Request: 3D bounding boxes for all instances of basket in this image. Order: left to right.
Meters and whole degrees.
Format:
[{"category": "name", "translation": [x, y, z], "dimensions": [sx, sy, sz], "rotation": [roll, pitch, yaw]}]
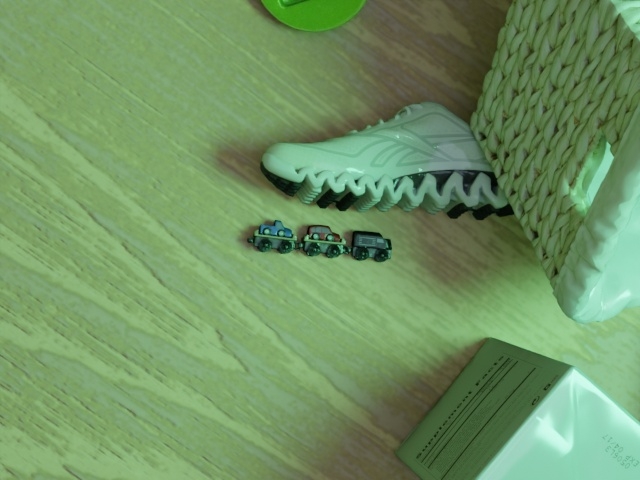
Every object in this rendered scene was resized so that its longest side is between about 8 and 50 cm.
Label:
[{"category": "basket", "translation": [0.353, -0.142, 1.329], "dimensions": [0.331, 0.328, 0.266], "rotation": [-15, 56, -21]}]

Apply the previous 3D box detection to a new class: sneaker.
[{"category": "sneaker", "translation": [0.078, -0.089, 1.471], "dimensions": [0.292, 0.110, 0.118], "rotation": [3, 83, -16]}]

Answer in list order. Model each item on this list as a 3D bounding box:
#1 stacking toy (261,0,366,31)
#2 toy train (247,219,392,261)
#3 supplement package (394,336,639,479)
[{"category": "stacking toy", "translation": [0.002, -0.393, 1.471], "dimensions": [0.309, 0.130, 0.279], "rotation": [40, 113, -4]}, {"category": "toy train", "translation": [0.000, 0.000, 1.494], "dimensions": [0.158, 0.027, 0.036], "rotation": [5, 87, -8]}, {"category": "supplement package", "translation": [0.217, 0.229, 1.394], "dimensions": [0.177, 0.293, 0.175], "rotation": [41, 86, -6]}]
